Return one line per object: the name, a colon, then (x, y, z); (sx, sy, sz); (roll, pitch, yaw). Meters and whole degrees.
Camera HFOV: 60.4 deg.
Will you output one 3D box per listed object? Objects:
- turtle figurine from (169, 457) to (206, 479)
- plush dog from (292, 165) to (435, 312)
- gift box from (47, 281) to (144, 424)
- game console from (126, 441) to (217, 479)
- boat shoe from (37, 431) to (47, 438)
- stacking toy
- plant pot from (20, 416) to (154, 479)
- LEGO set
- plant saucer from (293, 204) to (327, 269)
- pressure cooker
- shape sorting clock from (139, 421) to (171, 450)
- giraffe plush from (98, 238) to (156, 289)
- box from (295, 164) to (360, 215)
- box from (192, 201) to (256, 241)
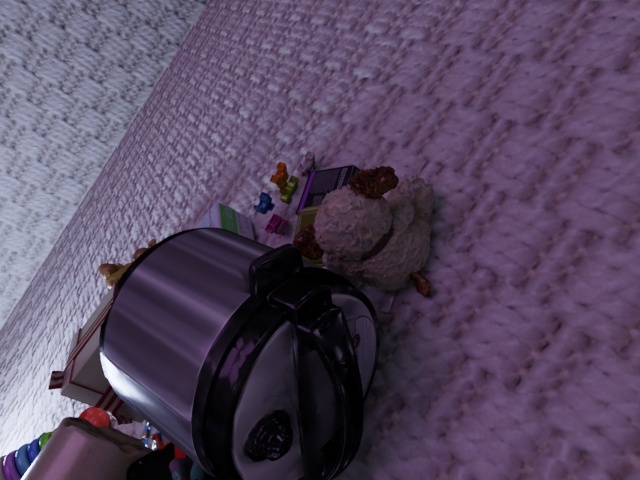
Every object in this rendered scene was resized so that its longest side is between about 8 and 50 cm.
turtle figurine: (-0.200, 0.451, 0.935); (0.175, 0.118, 0.234); (-40, 39, 6)
plush dog: (0.083, -0.007, 0.960); (0.262, 0.226, 0.210); (-45, 38, 19)
gift box: (-0.516, 0.306, 1.417); (0.258, 0.255, 0.276); (-50, 24, 14)
game console: (-0.223, 0.539, 1.011); (0.342, 0.060, 0.386); (-32, 47, 17)
boat shoe: (-0.809, 0.645, 1.701); (0.224, 0.080, 0.073); (18, 73, 48)
stacking toy: (-0.750, 0.595, 1.573); (0.331, 0.141, 0.141); (-33, 37, -5)
plant pot: (-0.535, 0.575, 1.215); (0.334, 0.334, 0.305); (1, 62, 51)
LEGO set: (-0.089, -0.115, 1.380); (0.087, 0.093, 0.227); (23, 77, 23)
plant saucer: (0.000, 0.000, 1.185); (0.189, 0.045, 0.188); (-6, 70, 48)
pressure cooker: (-0.105, 0.198, 0.902); (0.421, 0.370, 0.375); (19, 77, 39)
shape sorting clock: (-0.395, 0.483, 1.344); (0.206, 0.040, 0.206); (-30, 44, 34)
giraffe plush: (-0.573, 0.090, 1.770); (0.170, 0.181, 0.210); (-42, 3, 7)
box: (0.016, -0.113, 1.287); (0.162, 0.029, 0.115); (-1, 65, 51)
box: (-0.275, 0.076, 1.422); (0.231, 0.127, 0.261); (-44, 37, 24)
